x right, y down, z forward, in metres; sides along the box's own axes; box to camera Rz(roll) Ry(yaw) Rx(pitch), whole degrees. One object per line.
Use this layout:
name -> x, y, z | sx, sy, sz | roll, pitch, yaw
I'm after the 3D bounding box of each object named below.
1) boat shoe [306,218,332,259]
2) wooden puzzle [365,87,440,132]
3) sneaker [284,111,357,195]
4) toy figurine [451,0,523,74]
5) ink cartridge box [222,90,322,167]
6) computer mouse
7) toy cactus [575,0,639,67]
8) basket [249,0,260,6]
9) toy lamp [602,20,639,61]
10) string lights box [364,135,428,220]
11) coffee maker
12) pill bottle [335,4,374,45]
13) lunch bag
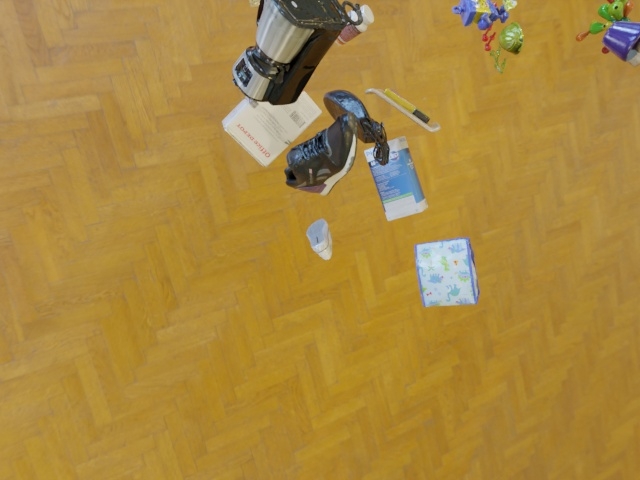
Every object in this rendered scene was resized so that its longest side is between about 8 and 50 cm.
boat shoe -> 0.000, 0.000, 1.501 | 0.083, 0.226, 0.075 | -25, 114, 14
wooden puzzle -> 0.257, -0.407, 1.279 | 0.239, 0.221, 0.044 | 31, 113, 1
sneaker -> -0.009, -0.186, 0.956 | 0.124, 0.283, 0.107 | 3, 66, -17
toy figurine -> 0.591, -0.817, 1.583 | 0.218, 0.191, 0.362 | 1, 65, -13
ink cartridge box -> -0.132, -0.330, 1.130 | 0.218, 0.092, 0.158 | -43, 121, 5
computer mouse -> 0.115, -0.351, 1.218 | 0.072, 0.188, 0.272 | -40, 65, -5
toy cactus -> 0.726, -0.503, 1.031 | 0.112, 0.219, 0.180 | -29, 77, 19
basket -> -0.176, -0.871, 1.411 | 0.167, 0.103, 0.113 | -14, 65, -1
toy lamp -> 0.708, -0.365, 0.841 | 0.080, 0.080, 0.274 | -32, 60, -22
string lights box -> 0.260, -0.211, 1.445 | 0.077, 0.134, 0.259 | -29, 102, -55
coffee maker -> -0.041, -0.318, 0.706 | 0.171, 0.178, 0.120 | 6, 63, -29
pill bottle -> 0.115, -0.786, 1.534 | 0.086, 0.152, 0.086 | 19, 65, -45
lunch bag -> 0.298, 0.072, 0.992 | 0.096, 0.129, 0.151 | -34, 112, -63
